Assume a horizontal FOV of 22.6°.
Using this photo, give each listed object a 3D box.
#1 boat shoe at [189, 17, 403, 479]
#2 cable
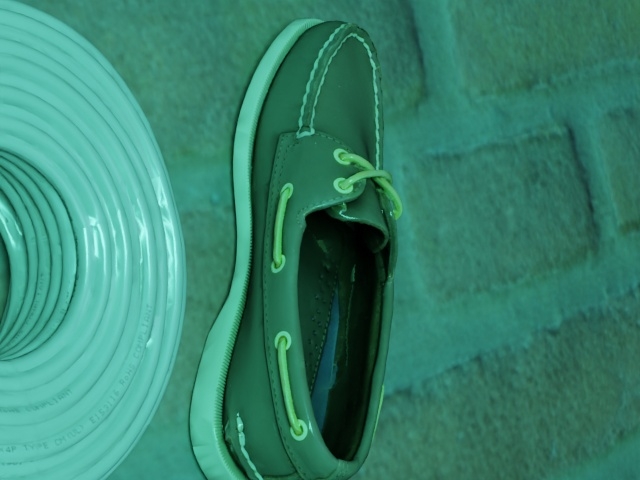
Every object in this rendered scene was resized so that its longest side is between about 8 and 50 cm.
[{"bbox_3d":[0.003,0.002,0.950,0.109,0.091,0.305,31,60,-43],"label":"boat shoe"},{"bbox_3d":[-0.171,0.007,0.740,0.257,0.089,0.257,2,81,-50],"label":"cable"}]
